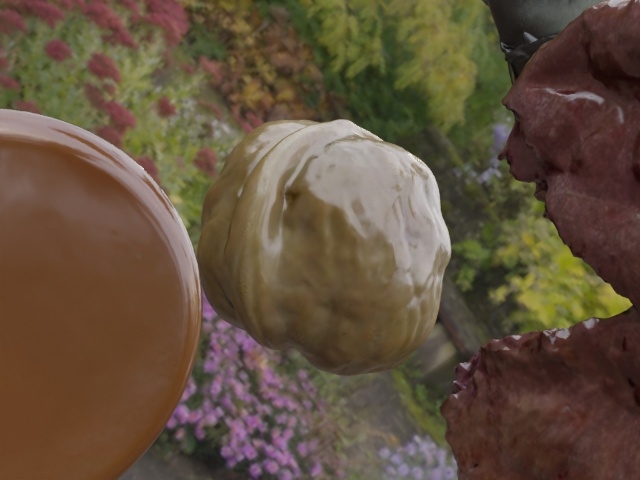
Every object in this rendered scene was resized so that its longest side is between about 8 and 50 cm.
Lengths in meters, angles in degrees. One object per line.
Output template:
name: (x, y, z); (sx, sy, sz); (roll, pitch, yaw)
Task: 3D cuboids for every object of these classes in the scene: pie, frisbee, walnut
pie: (0.114, 0.033, 0.322); (0.054, 0.219, 0.204); (2, 27, -31)
frisbee: (-0.179, 0.053, 0.544); (0.251, 0.251, 0.021); (44, -8, -30)
walnut: (0.000, 0.000, 1.127); (0.296, 0.285, 0.285); (19, -12, 40)

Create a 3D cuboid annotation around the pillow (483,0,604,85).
pillow: (0.171, -0.144, 0.666); (0.055, 0.135, 0.091); (-5, 90, -47)
